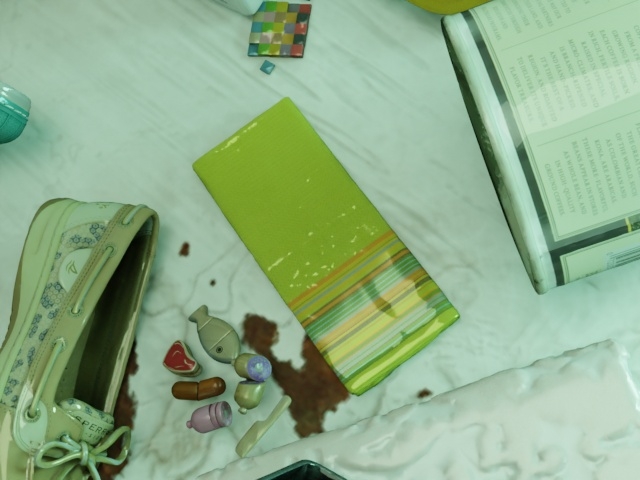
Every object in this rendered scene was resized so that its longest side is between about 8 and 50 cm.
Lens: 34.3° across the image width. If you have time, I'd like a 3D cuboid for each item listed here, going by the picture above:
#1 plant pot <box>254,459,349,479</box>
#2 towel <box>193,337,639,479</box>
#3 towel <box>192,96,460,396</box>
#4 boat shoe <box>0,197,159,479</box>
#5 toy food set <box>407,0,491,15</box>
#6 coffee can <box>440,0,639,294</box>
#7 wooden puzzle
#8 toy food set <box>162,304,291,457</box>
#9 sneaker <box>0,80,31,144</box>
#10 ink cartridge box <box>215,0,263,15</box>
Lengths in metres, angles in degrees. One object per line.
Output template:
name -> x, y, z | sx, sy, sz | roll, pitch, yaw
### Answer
plant pot -> 0.007, 0.258, 0.607 | 0.188, 0.187, 0.167 | 25, 96, 19
towel -> 0.099, 0.263, 0.696 | 0.331, 0.053, 0.317 | -20, 72, 8
towel -> 0.000, 0.000, 0.813 | 0.102, 0.021, 0.237 | -35, 69, -4
boat shoe -> -0.188, 0.102, 0.782 | 0.089, 0.104, 0.285 | 1, 74, 17
toy food set -> 0.114, -0.244, 0.833 | 0.218, 0.071, 0.128 | 34, 109, 22
coffee can -> 0.241, -0.102, 0.684 | 0.275, 0.201, 0.202 | -19, 71, 8
wooden puzzle -> -0.035, -0.179, 0.876 | 0.049, 0.006, 0.083 | 5, 76, 15
toy food set -> -0.081, 0.104, 0.781 | 0.078, 0.019, 0.122 | -49, 53, -6
sneaker -> -0.383, -0.079, 0.885 | 0.302, 0.108, 0.121 | 0, 75, 22
ink cartridge box -> -0.079, -0.333, 0.785 | 0.114, 0.273, 0.198 | 30, 80, 20
